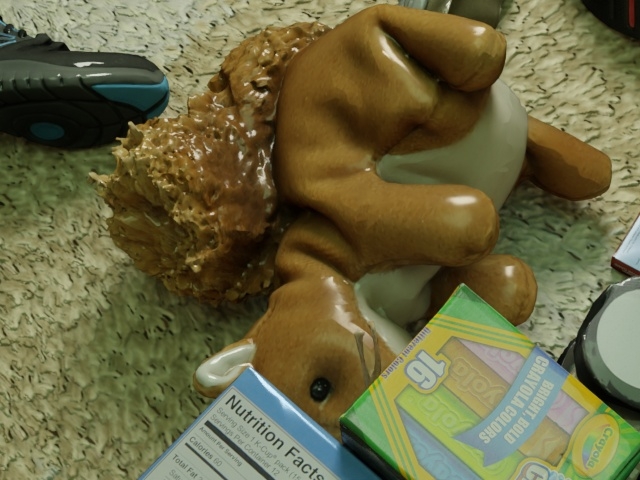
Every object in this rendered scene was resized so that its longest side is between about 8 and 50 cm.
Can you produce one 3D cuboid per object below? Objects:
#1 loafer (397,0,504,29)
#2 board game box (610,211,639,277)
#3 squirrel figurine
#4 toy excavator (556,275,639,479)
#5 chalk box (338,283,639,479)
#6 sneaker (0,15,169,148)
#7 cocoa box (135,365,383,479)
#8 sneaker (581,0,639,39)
[{"bbox_3d":[0.135,-0.234,1.438,0.087,0.094,0.251,32,32,4],"label":"loafer"},{"bbox_3d":[0.400,-0.058,1.410,0.145,0.027,0.281,29,73,20],"label":"board game box"},{"bbox_3d":[0.000,0.000,1.346,0.397,0.281,0.371,19,80,30],"label":"squirrel figurine"},{"bbox_3d":[0.297,0.313,1.175,0.445,0.222,0.433,35,76,11],"label":"toy excavator"},{"bbox_3d":[0.134,0.156,1.044,0.213,0.132,0.132,41,79,12],"label":"chalk box"},{"bbox_3d":[-0.315,-0.174,1.507,0.340,0.125,0.140,1,61,6],"label":"sneaker"},{"bbox_3d":[-0.023,0.293,1.134,0.231,0.347,0.228,39,76,22],"label":"cocoa box"},{"bbox_3d":[0.285,-0.338,1.504,0.136,0.116,0.314,-27,65,-7],"label":"sneaker"}]
